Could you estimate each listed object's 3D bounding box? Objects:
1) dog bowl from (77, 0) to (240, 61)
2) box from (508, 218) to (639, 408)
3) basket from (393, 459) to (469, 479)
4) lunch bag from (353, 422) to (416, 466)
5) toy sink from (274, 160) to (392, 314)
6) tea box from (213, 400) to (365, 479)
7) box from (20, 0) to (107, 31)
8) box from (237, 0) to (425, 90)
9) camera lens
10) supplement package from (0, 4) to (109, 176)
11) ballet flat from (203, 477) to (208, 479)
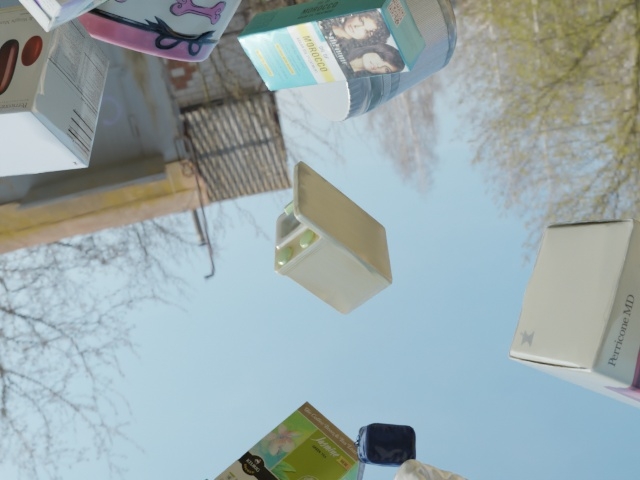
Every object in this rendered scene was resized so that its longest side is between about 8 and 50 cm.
[{"bbox_3d":[-0.353,-0.453,1.349,0.408,0.150,0.408,17,-162,-6],"label":"dog bowl"},{"bbox_3d":[0.331,0.088,0.728,0.232,0.148,0.127,22,171,-19],"label":"box"},{"bbox_3d":[0.229,0.551,1.070,0.266,0.328,0.331,-55,-149,11],"label":"basket"},{"bbox_3d":[0.104,0.339,1.216,0.098,0.067,0.065,8,160,-8],"label":"lunch bag"},{"bbox_3d":[0.000,0.000,1.316,0.131,0.234,0.153,-37,-146,26],"label":"toy sink"},{"bbox_3d":[-0.076,0.648,1.857,0.220,0.329,0.323,34,-128,27],"label":"tea box"},{"bbox_3d":[-0.246,-0.371,0.955,0.063,0.067,0.324,-27,-164,50],"label":"box"},{"bbox_3d":[0.011,-0.272,1.005,0.244,0.100,0.060,1,-131,38],"label":"box"},{"bbox_3d":[0.098,-0.370,1.370,0.274,0.219,0.219,-34,-157,-20],"label":"camera lens"},{"bbox_3d":[-0.451,-0.223,1.098,0.194,0.203,0.149,-5,153,14],"label":"supplement package"},{"bbox_3d":[-0.276,0.510,1.206,0.280,0.096,0.095,-31,170,-25],"label":"ballet flat"}]
